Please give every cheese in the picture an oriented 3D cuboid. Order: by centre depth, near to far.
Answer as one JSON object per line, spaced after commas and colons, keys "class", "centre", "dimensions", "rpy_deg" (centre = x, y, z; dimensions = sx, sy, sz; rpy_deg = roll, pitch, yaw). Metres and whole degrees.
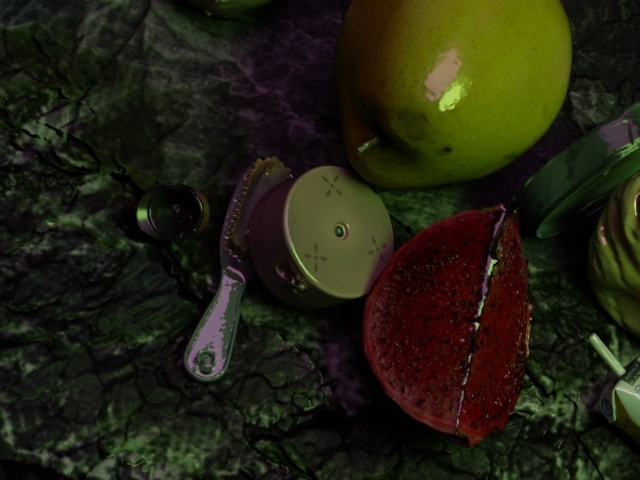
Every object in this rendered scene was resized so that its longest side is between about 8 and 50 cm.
{"class": "cheese", "centre": [0.409, 0.028, 1.290], "dimensions": [0.226, 0.214, 0.117], "rpy_deg": [39, 58, 17]}

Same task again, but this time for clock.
{"class": "clock", "centre": [0.324, -0.081, 1.319], "dimensions": [0.226, 0.226, 0.049], "rpy_deg": [-25, 72, -22]}

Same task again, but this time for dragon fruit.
{"class": "dragon fruit", "centre": [0.140, 0.088, 1.232], "dimensions": [0.189, 0.163, 0.261], "rpy_deg": [16, 72, 4]}

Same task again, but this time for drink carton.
{"class": "drink carton", "centre": [0.361, 0.184, 1.274], "dimensions": [0.200, 0.074, 0.084], "rpy_deg": [42, 62, 12]}

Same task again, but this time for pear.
{"class": "pear", "centre": [0.133, -0.197, 1.295], "dimensions": [0.285, 0.285, 0.336], "rpy_deg": [48, 24, 14]}

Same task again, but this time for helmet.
{"class": "helmet", "centre": [-0.159, -0.032, 1.295], "dimensions": [0.084, 0.049, 0.065], "rpy_deg": [2, 94, 19]}

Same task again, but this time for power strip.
{"class": "power strip", "centre": [0.000, 0.000, 1.264], "dimensions": [0.154, 0.078, 0.154], "rpy_deg": [11, 72, -34]}

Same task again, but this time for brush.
{"class": "brush", "centre": [-0.085, 0.017, 1.277], "dimensions": [0.068, 0.060, 0.296], "rpy_deg": [19, 61, -4]}

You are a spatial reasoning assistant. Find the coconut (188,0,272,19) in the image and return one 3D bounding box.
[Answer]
{"class": "coconut", "centre": [-0.106, -0.359, 1.407], "dimensions": [0.194, 0.194, 0.194], "rpy_deg": [5, 62, -9]}
